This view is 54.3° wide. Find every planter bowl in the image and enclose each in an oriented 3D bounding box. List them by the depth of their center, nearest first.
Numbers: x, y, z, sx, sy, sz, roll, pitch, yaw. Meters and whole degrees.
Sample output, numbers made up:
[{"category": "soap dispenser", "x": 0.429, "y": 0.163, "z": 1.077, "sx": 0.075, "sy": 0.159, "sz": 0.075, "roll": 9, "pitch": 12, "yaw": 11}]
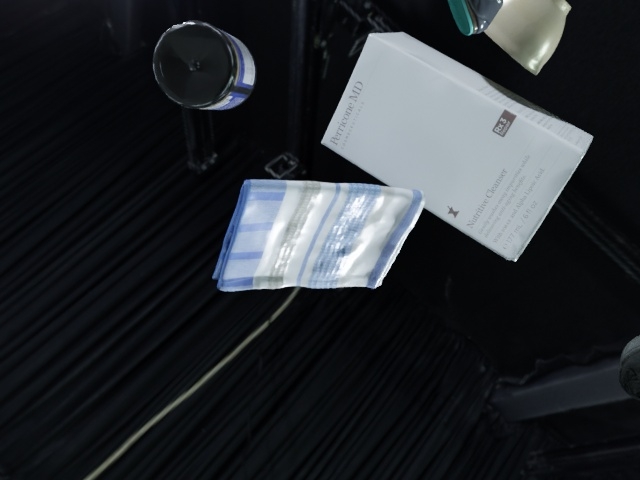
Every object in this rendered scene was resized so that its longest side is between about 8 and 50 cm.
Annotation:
[{"category": "planter bowl", "x": 0.322, "y": -0.357, "z": 0.989, "sx": 0.162, "sy": 0.162, "sz": 0.109, "roll": 44, "pitch": -65, "yaw": 3}]

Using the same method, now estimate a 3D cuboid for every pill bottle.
[{"category": "pill bottle", "x": -0.168, "y": -0.267, "z": 0.979, "sx": 0.123, "sy": 0.123, "sz": 0.219, "roll": 48, "pitch": 11, "yaw": -4}]

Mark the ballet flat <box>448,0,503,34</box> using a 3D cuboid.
[{"category": "ballet flat", "x": 0.156, "y": -0.335, "z": 0.709, "sx": 0.074, "sy": 0.074, "sz": 0.203, "roll": 7, "pitch": -39, "yaw": 49}]

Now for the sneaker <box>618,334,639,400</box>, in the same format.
[{"category": "sneaker", "x": 0.235, "y": 0.091, "z": 0.384, "sx": 0.051, "sy": 0.089, "sz": 0.170, "roll": 24, "pitch": -33, "yaw": 5}]

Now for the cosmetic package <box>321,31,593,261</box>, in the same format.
[{"category": "cosmetic package", "x": 0.221, "y": -0.169, "z": 1.048, "sx": 0.385, "sy": 0.156, "sz": 0.217, "roll": 31, "pitch": -60, "yaw": 14}]

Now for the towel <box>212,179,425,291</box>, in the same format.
[{"category": "towel", "x": 0.000, "y": 0.000, "z": 0.917, "sx": 0.209, "sy": 0.285, "sz": 0.034, "roll": -65, "pitch": -146, "yaw": 39}]
